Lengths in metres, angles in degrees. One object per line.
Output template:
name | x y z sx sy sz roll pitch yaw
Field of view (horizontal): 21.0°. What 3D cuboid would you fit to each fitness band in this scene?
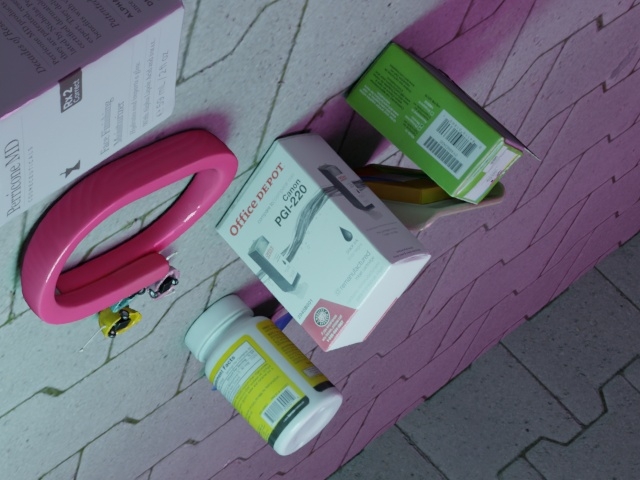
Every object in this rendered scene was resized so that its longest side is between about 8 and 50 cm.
fitness band | -0.204 -0.018 1.838 0.291 0.054 0.209 -30 156 -44

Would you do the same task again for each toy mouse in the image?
toy mouse | -0.210 0.052 2.021 0.161 0.031 0.143 -23 154 -53

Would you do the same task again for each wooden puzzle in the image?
wooden puzzle | 0.094 -0.065 2.209 0.238 0.221 0.044 -21 117 -58

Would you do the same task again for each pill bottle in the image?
pill bottle | -0.080 0.178 2.332 0.119 0.208 0.119 -40 163 -15

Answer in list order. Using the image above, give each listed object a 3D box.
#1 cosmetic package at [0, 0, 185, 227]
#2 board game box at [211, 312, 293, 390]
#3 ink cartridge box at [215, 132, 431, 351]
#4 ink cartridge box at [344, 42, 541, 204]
cosmetic package | -0.222 -0.139 1.298 0.183 0.151 0.151 -37 161 -24
board game box | -0.106 0.149 2.521 0.133 0.033 0.169 -32 166 -51
ink cartridge box | 0.000 0.000 2.068 0.092 0.218 0.158 -12 144 -53
ink cartridge box | 0.162 -0.138 2.170 0.097 0.189 0.255 -50 164 9
